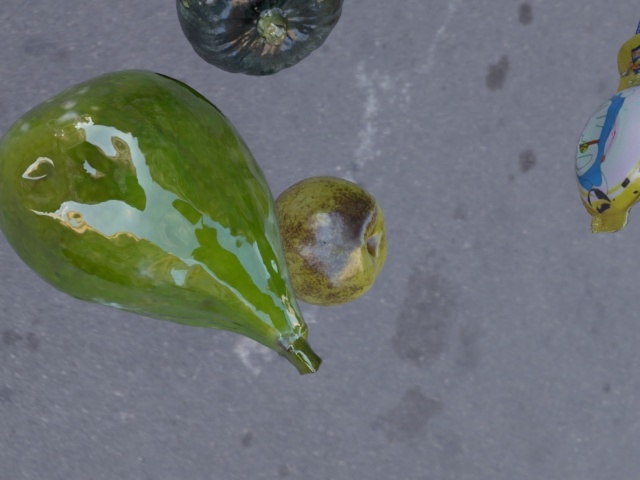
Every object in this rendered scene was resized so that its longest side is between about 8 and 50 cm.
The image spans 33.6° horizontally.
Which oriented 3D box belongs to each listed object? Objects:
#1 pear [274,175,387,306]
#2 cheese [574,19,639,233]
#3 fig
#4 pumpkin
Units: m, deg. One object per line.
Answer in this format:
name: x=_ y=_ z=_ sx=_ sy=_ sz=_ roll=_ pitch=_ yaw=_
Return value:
pear: x=0.000 y=0.000 z=1.596 sx=0.197 sy=0.197 sz=0.197 roll=-4 pitch=97 yaw=-32
cheese: x=0.310 y=-0.127 z=1.051 sx=0.064 sy=0.156 sz=0.250 roll=21 pitch=79 yaw=-16
fig: x=-0.151 y=0.002 z=0.968 sx=0.233 sy=0.233 sz=0.314 roll=-30 pitch=100 yaw=-26
pumpkin: x=-0.070 y=-0.292 z=1.280 sx=0.211 sy=0.152 sz=0.212 roll=-27 pitch=149 yaw=-18
